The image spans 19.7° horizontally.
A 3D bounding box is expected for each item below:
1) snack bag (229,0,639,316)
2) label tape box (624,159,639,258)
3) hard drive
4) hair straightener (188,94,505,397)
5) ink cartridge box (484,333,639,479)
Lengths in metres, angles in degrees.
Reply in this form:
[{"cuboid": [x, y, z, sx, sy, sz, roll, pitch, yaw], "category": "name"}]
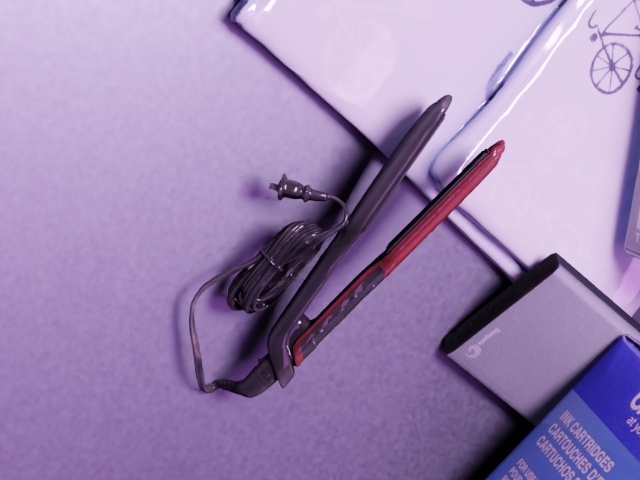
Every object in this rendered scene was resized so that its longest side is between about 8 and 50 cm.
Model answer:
[{"cuboid": [0.161, -0.152, 1.118, 0.342, 0.037, 0.323, 42, 86, -26], "category": "snack bag"}, {"cuboid": [0.343, -0.140, 1.121, 0.249, 0.115, 0.347, 3, 105, -27], "category": "label tape box"}, {"cuboid": [0.157, 0.076, 1.161, 0.094, 0.022, 0.135, -40, 118, 22], "category": "hard drive"}, {"cuboid": [0.000, 0.000, 1.074, 0.089, 0.047, 0.230, 43, 101, -2], "category": "hair straightener"}, {"cuboid": [0.205, 0.250, 1.143, 0.395, 0.151, 0.270, -46, 117, 6], "category": "ink cartridge box"}]
